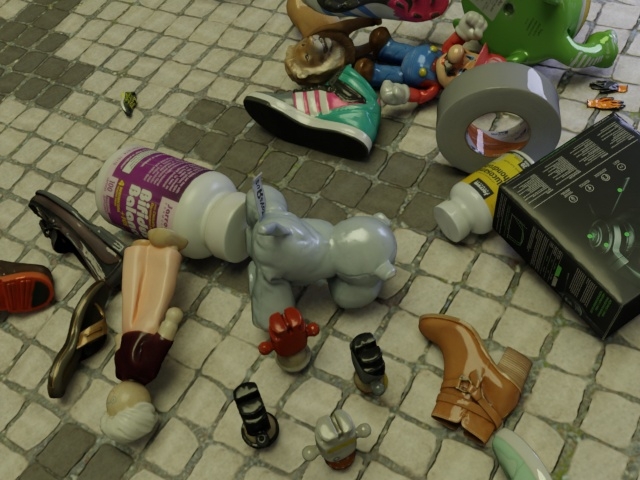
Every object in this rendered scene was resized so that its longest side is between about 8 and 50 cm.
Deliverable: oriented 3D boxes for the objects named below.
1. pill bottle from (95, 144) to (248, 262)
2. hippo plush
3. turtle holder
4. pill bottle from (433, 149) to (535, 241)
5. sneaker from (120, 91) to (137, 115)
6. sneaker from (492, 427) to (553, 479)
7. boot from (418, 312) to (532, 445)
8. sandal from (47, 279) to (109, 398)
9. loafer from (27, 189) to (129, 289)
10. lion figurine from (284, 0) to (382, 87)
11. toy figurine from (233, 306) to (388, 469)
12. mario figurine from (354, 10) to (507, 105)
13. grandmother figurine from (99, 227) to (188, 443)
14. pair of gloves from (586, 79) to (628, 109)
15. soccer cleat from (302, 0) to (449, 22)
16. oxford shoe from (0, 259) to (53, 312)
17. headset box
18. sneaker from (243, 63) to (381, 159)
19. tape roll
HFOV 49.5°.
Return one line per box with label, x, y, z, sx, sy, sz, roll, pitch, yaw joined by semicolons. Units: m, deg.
pill bottle;-0.261;-0.064;1.305;0.301;0.169;0.169;20;60;26
hippo plush;0.000;0.000;1.154;0.237;0.294;0.234;-2;46;-10
turtle holder;0.460;-0.491;1.429;0.227;0.243;0.320;-32;42;-33
pill bottle;0.296;-0.075;1.232;0.184;0.103;0.103;-32;53;-12
sneaker;-0.448;-0.325;1.630;0.035;0.031;0.083;-16;52;-1
sneaker;0.246;0.378;0.908;0.151;0.094;0.256;-21;51;0
boot;0.206;0.206;1.062;0.197;0.073;0.152;25;66;30
sandal;-0.409;0.175;1.214;0.060;0.090;0.219;13;54;1
loafer;-0.483;-0.003;1.352;0.302;0.109;0.095;29;68;26
lion figurine;0.000;-0.500;1.606;0.240;0.142;0.392;-18;46;-4
toy figurine;-0.012;0.230;1.052;0.209;0.148;0.213;14;55;14
mario figurine;0.225;-0.373;1.420;0.320;0.198;0.170;17;22;30
grandmother figurine;-0.300;0.162;1.156;0.104;0.208;0.342;16;63;-24
pair of gloves;0.576;-0.293;1.394;0.074;0.010;0.083;10;55;19
soccer cleat;0.112;-0.530;1.474;0.331;0.116;0.143;-5;20;-25
oxford shoe;-0.644;0.089;1.299;0.271;0.097;0.098;0;26;-21
headset box;0.461;-0.022;1.092;0.246;0.131;0.283;-33;60;-11
sneaker;0.001;-0.293;1.446;0.295;0.124;0.178;22;66;17
tape roll;0.320;-0.215;1.260;0.219;0.219;0.072;1;52;13
